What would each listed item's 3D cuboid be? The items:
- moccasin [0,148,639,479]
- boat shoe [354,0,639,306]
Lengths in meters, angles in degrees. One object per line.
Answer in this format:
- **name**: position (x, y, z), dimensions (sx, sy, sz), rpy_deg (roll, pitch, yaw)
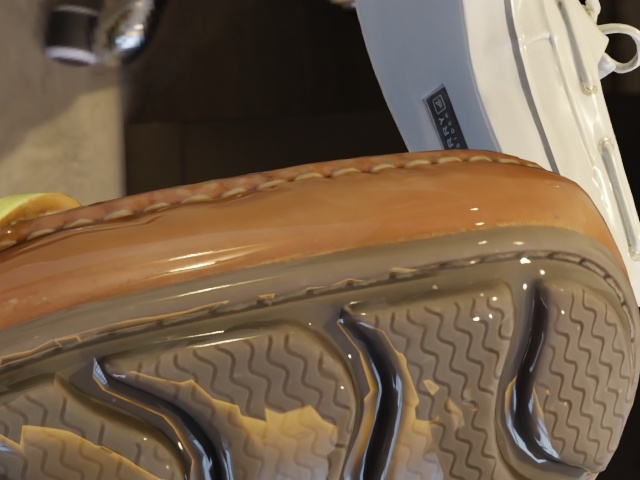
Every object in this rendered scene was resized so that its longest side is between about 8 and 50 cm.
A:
- **moccasin**: position (-0.110, 0.062, 0.403), dimensions (0.380, 0.147, 0.139), rpy_deg (-23, 123, 7)
- **boat shoe**: position (0.138, -0.117, 1.073), dimensions (0.156, 0.136, 0.367), rpy_deg (-9, 75, -33)
